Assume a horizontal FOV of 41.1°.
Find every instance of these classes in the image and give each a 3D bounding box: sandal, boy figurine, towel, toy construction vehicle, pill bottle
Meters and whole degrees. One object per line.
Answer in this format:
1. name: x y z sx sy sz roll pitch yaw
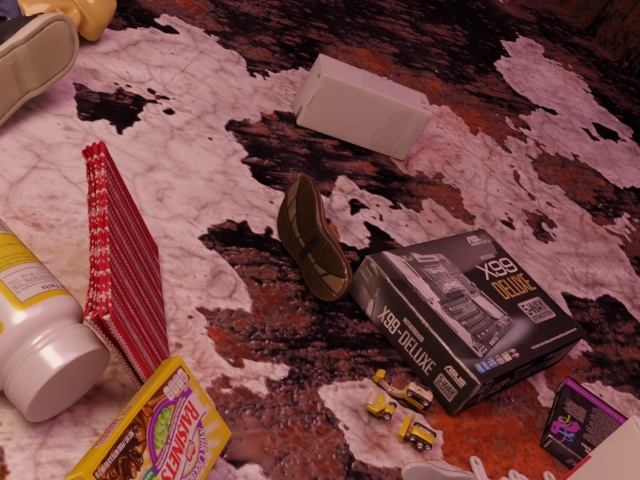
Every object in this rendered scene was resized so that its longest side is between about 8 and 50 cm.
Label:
1. sandal: 0.000 0.000 1.225 0.060 0.090 0.219 22 30 -45
2. boy figurine: -0.445 -0.357 1.310 0.177 0.092 0.285 45 35 18
3. towel: -0.211 0.042 0.934 0.031 0.199 0.275 -17 45 1
4. toy construction vehicle: 0.103 0.216 1.082 0.098 0.035 0.086 29 44 0
5. pill bottle: -0.313 0.071 0.844 0.208 0.119 0.119 43 35 16

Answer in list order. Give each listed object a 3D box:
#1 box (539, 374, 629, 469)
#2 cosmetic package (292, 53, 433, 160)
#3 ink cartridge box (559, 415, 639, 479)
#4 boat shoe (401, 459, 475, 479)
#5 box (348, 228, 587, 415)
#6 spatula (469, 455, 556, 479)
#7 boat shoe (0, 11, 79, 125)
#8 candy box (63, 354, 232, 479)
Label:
1. box: 0.384 0.277 1.231 0.116 0.029 0.162 36 32 7
2. cosmetic package: 0.077 -0.242 1.566 0.231 0.117 0.085 18 35 -23
3. ink cartridge box: 0.428 0.330 1.051 0.237 0.172 0.100 21 32 -25
4. boat shoe: 0.138 0.281 1.026 0.100 0.035 0.035 13 11 -21
5. box: 0.222 0.107 1.271 0.307 0.076 0.242 -11 52 -46
6. spatula: 0.270 0.372 1.030 0.168 0.019 0.242 15 34 -23
7. boat shoe: -0.462 -0.212 1.094 0.113 0.127 0.340 15 44 22
8. candy box: -0.150 0.197 0.786 0.105 0.027 0.206 60 22 -12
